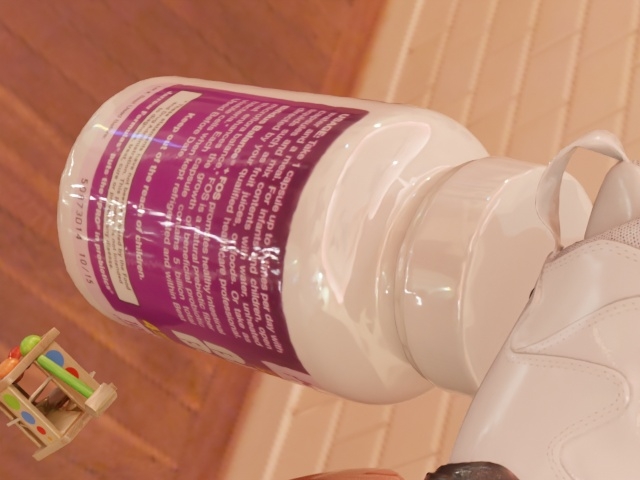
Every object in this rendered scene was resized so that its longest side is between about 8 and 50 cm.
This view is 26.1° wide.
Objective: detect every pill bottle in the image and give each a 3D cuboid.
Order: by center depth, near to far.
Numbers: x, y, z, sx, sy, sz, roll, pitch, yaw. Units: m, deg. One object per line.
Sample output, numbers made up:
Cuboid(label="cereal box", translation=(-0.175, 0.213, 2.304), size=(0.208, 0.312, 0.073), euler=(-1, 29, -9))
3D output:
Cuboid(label="pill bottle", translation=(0.000, 0.000, 0.792), size=(0.169, 0.301, 0.169), euler=(-14, 109, -44))

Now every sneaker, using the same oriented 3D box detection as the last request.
Cuboid(label="sneaker", translation=(0.223, 0.088, 0.513), size=(0.137, 0.366, 0.210), euler=(8, 98, -70))

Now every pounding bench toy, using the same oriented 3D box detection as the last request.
Cuboid(label="pounding bench toy", translation=(-0.171, 0.092, 0.881), size=(0.065, 0.083, 0.052), euler=(47, 50, -9))

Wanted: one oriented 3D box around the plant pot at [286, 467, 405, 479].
Cuboid(label="plant pot", translation=(-0.037, 0.272, 0.667), size=(0.267, 0.267, 0.236), euler=(54, 8, 29))
